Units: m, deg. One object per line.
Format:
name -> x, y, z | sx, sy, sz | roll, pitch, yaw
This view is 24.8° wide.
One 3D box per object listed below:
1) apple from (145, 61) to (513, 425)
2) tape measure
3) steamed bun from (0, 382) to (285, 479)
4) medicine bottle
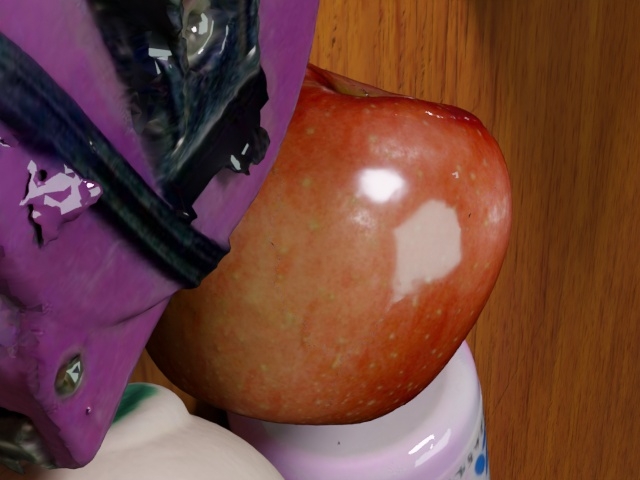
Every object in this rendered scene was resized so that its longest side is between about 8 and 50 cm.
apple -> 0.000, 0.000, 0.709 | 0.181, 0.181, 0.169 | -6, 107, -64
tape measure -> -0.090, -0.068, 0.513 | 0.232, 0.149, 0.245 | -57, 151, -28
steamed bun -> -0.097, 0.140, 0.617 | 0.177, 0.131, 0.228 | -36, 170, -7
medicine bottle -> 0.033, 0.160, 0.917 | 0.152, 0.152, 0.255 | -55, 149, -34
